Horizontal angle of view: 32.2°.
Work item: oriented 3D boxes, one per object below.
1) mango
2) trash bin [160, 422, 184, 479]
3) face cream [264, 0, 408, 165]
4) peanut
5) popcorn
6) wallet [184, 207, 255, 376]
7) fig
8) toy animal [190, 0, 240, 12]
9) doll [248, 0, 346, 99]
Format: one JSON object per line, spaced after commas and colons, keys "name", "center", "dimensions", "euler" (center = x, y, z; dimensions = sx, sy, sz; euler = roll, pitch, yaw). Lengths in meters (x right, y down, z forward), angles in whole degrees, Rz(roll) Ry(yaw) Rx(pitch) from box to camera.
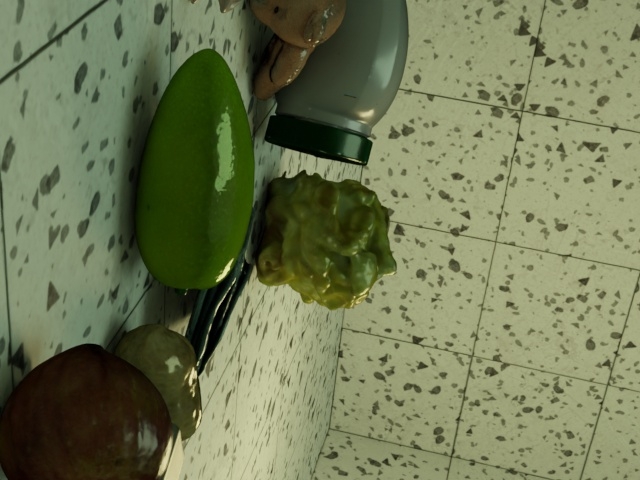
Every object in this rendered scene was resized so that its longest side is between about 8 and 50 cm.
{"name": "mango", "center": [-0.167, -0.094, 1.521], "dimensions": [0.192, 0.156, 0.343], "euler": [-63, 164, -64]}
{"name": "trash bin", "center": [-0.275, 0.342, 1.387], "dimensions": [0.122, 0.164, 0.240], "euler": [90, 13, -52]}
{"name": "face cream", "center": [0.034, -0.338, 2.141], "dimensions": [0.312, 0.219, 0.357], "euler": [16, -87, 58]}
{"name": "peanut", "center": [-0.237, 0.207, 1.595], "dimensions": [0.129, 0.129, 0.224], "euler": [-68, 159, -49]}
{"name": "popcorn", "center": [0.017, -0.007, 2.366], "dimensions": [0.312, 0.312, 0.312], "euler": [12, 90, -81]}
{"name": "wallet", "center": [-0.164, 0.079, 1.816], "dimensions": [0.342, 0.075, 0.237], "euler": [-90, -160, -73]}
{"name": "fig", "center": [-0.267, 0.206, 1.245], "dimensions": [0.205, 0.205, 0.205], "euler": [12, 90, -81]}
{"name": "toy animal", "center": [-0.119, -0.431, 1.571], "dimensions": [0.124, 0.124, 0.212], "euler": [85, 25, -62]}
{"name": "doll", "center": [-0.074, -0.372, 1.960], "dimensions": [0.303, 0.156, 0.201], "euler": [-44, -149, 50]}
